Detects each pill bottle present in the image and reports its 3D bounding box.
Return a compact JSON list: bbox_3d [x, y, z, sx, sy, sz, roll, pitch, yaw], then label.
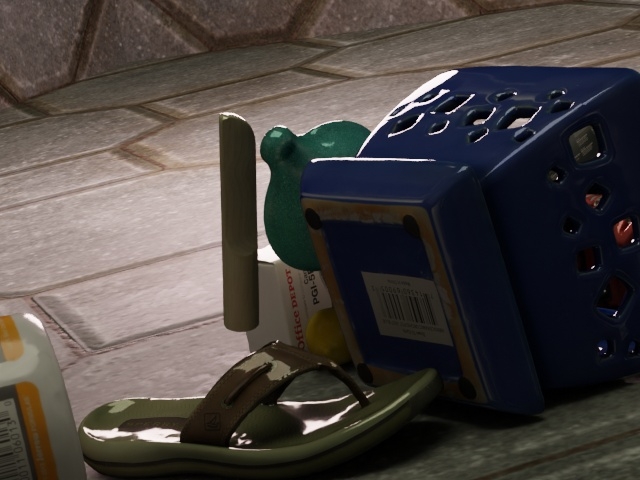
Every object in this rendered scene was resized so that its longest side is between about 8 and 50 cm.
[{"bbox_3d":[-0.314,0.157,1.321,0.278,0.162,0.162,-14,13,-13],"label":"pill bottle"}]

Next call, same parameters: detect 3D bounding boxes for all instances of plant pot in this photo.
[{"bbox_3d":[0.132,0.006,1.476,0.212,0.236,0.236,-27,19,-31],"label":"plant pot"}]

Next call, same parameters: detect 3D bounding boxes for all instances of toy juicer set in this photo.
[{"bbox_3d":[0.000,0.000,1.598,0.329,0.209,0.089,5,16,-43],"label":"toy juicer set"}]

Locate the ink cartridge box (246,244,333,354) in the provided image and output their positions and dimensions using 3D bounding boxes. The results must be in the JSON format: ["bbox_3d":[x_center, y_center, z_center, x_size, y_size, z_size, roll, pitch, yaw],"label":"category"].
[{"bbox_3d":[-0.004,0.045,1.699,0.135,0.099,0.056,-23,18,-40],"label":"ink cartridge box"}]

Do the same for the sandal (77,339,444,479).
[{"bbox_3d":[-0.057,0.123,1.423,0.303,0.086,0.120,-6,14,22],"label":"sandal"}]

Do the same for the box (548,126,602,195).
[{"bbox_3d":[0.308,-0.095,1.884,0.175,0.051,0.220,-10,-21,-33],"label":"box"}]

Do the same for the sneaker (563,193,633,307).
[{"bbox_3d":[0.292,0.004,1.628,0.135,0.097,0.276,-18,16,-27],"label":"sneaker"}]
